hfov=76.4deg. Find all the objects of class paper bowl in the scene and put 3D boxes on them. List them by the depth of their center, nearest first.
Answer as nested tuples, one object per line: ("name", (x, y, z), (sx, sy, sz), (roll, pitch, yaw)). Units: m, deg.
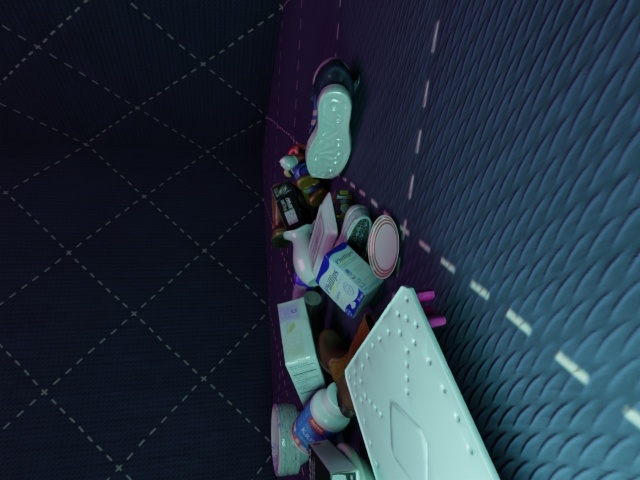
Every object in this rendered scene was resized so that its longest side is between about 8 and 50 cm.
("paper bowl", (-0.126, 0.843, 1.745), (0.284, 0.148, 0.284), (180, 90, -77))

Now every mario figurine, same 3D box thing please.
("mario figurine", (-0.079, -0.241, 1.521), (0.320, 0.170, 0.198), (-112, 24, -54))

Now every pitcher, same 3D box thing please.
("pitcher", (-0.019, 0.034, 1.382), (0.125, 0.178, 0.207), (25, -142, -57))

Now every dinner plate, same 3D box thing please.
("dinner plate", (0.142, 0.014, 0.897), (0.141, 0.017, 0.141), (-178, 90, -72))

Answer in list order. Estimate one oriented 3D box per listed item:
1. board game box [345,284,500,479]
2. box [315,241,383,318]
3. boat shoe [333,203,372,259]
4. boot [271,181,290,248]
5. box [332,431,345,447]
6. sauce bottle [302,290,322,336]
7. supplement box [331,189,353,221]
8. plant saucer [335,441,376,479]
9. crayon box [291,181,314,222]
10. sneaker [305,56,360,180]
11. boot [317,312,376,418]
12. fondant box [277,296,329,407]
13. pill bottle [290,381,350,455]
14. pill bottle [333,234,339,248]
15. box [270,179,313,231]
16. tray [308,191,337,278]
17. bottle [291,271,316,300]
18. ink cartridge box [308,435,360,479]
("board game box", (0.162, 0.330, 0.664), (0.390, 0.050, 0.390), (107, 151, -51))
("box", (0.066, 0.097, 0.985), (0.137, 0.072, 0.126), (45, 146, 20))
("boat shoe", (0.080, 0.023, 1.038), (0.081, 0.079, 0.227), (-105, 23, -60))
("boot", (-0.170, -0.118, 1.710), (0.236, 0.089, 0.269), (136, 134, -71))
("box", (0.031, 0.675, 1.313), (0.159, 0.044, 0.233), (-106, 21, -48))
("sauce bottle", (-0.054, 0.332, 1.537), (0.111, 0.111, 0.344), (-105, 22, -47))
("supplement box", (0.064, -0.098, 1.162), (0.043, 0.055, 0.083), (138, 130, -70))
("plant saucer", (0.106, 0.649, 0.867), (0.400, 0.101, 0.400), (180, 90, -80))
("crayon box", (-0.102, -0.135, 1.789), (0.323, 0.083, 0.203), (162, 108, -75))
("sneaker", (0.029, -0.366, 1.200), (0.323, 0.130, 0.236), (99, 174, -50))
("boot", (0.072, 0.278, 1.040), (0.264, 0.096, 0.280), (-103, 19, -44))
("fondant box", (-0.046, 0.384, 1.320), (0.238, 0.096, 0.330), (-107, 3, -51))
("pill bottle", (0.011, 0.505, 1.164), (0.221, 0.124, 0.124), (-61, 27, 30))
("pill bottle", (0.027, -0.001, 1.283), (0.067, 0.067, 0.120), (106, 159, -49))
("box", (-0.104, -0.124, 1.583), (0.180, 0.077, 0.147), (69, -167, 15))
("tray", (0.000, 0.000, 1.181), (0.270, 0.030, 0.145), (107, 158, -53))
("bottle", (-0.055, 0.149, 1.554), (0.118, 0.092, 0.283), (-76, -5, -59))
("ink cartridge box", (0.020, 0.561, 0.903), (0.371, 0.069, 0.175), (116, 152, -72))
